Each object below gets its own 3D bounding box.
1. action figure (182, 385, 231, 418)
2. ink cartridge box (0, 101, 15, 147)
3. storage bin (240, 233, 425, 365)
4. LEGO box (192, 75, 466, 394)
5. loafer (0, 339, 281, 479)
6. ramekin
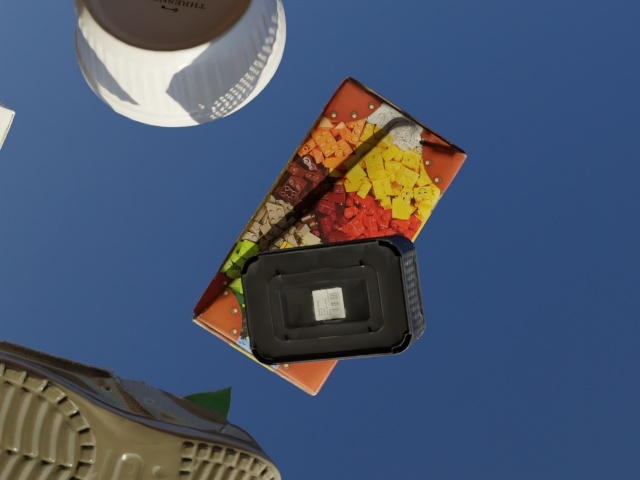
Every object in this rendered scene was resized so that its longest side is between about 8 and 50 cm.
[{"bbox_3d":[-0.151,0.248,0.989,0.137,0.063,0.232,-23,-153,9],"label":"action figure"},{"bbox_3d":[-0.476,-0.161,1.198,0.093,0.154,0.212,-65,-152,3],"label":"ink cartridge box"},{"bbox_3d":[0.015,0.064,1.067,0.180,0.084,0.122,-7,-88,17],"label":"storage bin"},{"bbox_3d":[0.000,0.000,1.474,0.193,0.500,0.372,33,-93,-2],"label":"LEGO box"},{"bbox_3d":[-0.160,0.135,0.660,0.102,0.269,0.092,-66,-165,3],"label":"loafer"},{"bbox_3d":[-0.178,-0.288,1.209,0.273,0.127,0.272,0,-112,-1],"label":"ramekin"}]
